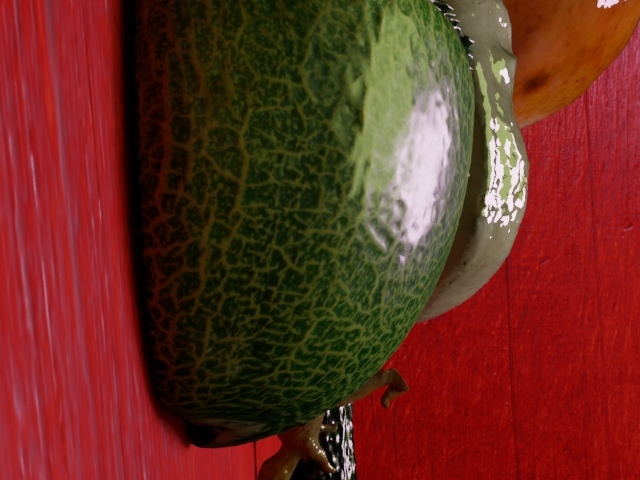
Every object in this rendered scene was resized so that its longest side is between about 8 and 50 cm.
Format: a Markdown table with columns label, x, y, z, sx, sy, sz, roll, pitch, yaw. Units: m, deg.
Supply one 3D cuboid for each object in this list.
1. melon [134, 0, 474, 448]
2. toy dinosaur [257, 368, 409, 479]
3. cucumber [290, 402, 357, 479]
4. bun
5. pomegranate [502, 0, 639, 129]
| label | x | y | z | sx | sy | sz | roll | pitch | yaw |
| --- | --- | --- | --- | --- | --- | --- | --- | --- | --- |
| melon | 0.000 | 0.000 | 0.546 | 0.265 | 0.129 | 0.169 | 84 | 8 | -74 |
| toy dinosaur | -0.018 | 0.089 | 0.856 | 0.162 | 0.126 | 0.039 | 57 | -7 | -28 |
| cucumber | -0.002 | 0.122 | 1.160 | 0.067 | 0.067 | 0.294 | 77 | 10 | -79 |
| bun | 0.037 | -0.062 | 0.724 | 0.221 | 0.108 | 0.221 | 16 | -68 | 45 |
| pomegranate | 0.112 | -0.273 | 1.200 | 0.410 | 0.410 | 0.410 | -2 | 90 | -88 |
